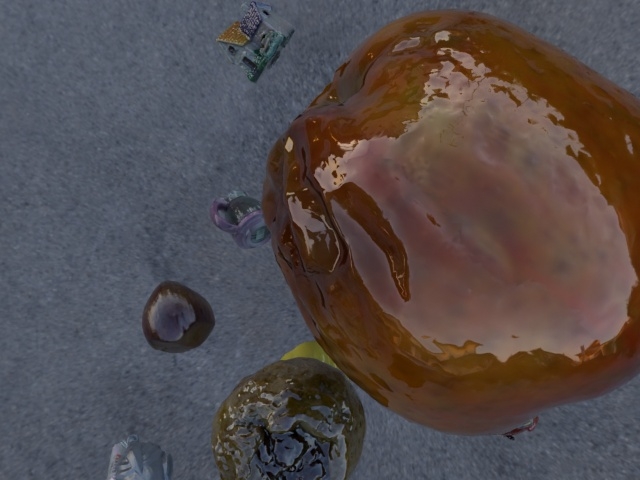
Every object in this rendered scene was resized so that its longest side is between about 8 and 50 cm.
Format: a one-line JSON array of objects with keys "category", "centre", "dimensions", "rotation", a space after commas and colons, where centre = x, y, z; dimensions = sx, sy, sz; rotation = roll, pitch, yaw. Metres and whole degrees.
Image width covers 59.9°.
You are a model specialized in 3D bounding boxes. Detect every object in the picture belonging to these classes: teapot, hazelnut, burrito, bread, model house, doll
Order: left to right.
[{"category": "burrito", "centre": [-0.634, 0.715, 1.739], "dimensions": [0.064, 0.203, 0.064], "rotation": [-4, 111, -10]}, {"category": "doll", "centre": [-0.261, 0.371, 0.839], "dimensions": [0.094, 0.079, 0.180], "rotation": [-26, 46, -19]}, {"category": "hazelnut", "centre": [-0.414, 0.221, 1.634], "dimensions": [0.218, 0.234, 0.217], "rotation": [6, 63, -13]}, {"category": "teapot", "centre": [-0.197, -0.052, 1.357], "dimensions": [0.148, 0.116, 0.146], "rotation": [-26, 55, -24]}, {"category": "model house", "centre": [-0.116, -0.350, 0.960], "dimensions": [0.100, 0.101, 0.087], "rotation": [39, 46, -9]}, {"category": "bread", "centre": [-0.039, 0.287, 0.802], "dimensions": [0.230, 0.123, 0.229], "rotation": [-1, 95, -16]}]

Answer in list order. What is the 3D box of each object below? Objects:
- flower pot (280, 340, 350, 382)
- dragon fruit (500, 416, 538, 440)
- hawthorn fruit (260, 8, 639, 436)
[{"category": "flower pot", "centre": [-0.005, 0.383, 1.407], "dimensions": [0.195, 0.179, 0.195], "rotation": [-5, 120, -8]}, {"category": "dragon fruit", "centre": [0.378, 0.340, 1.221], "dimensions": [0.126, 0.246, 0.125], "rotation": [31, 96, -27]}, {"category": "hawthorn fruit", "centre": [0.148, -0.017, 0.645], "dimensions": [0.473, 0.472, 0.470], "rotation": [-1, 83, 5]}]
